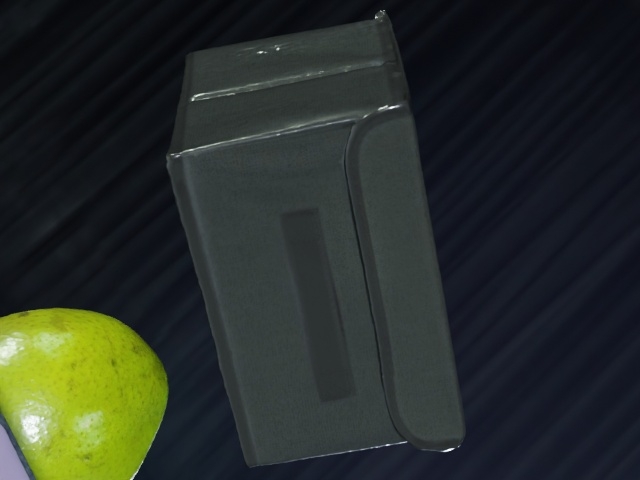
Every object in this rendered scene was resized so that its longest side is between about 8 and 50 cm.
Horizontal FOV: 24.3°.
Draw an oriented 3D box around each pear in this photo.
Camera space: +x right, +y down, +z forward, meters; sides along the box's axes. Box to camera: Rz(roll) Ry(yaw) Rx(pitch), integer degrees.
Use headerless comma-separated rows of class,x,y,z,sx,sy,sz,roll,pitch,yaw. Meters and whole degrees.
pear,-0.300,0.173,1.815,0.288,0.239,0.139,50,-32,28

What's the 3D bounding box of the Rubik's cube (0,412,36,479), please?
Rubik's cube,-0.531,0.204,1.369,0.362,0.363,0.359,54,19,24

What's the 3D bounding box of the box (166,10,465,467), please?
box,0.001,0.000,1.371,0.251,0.204,0.345,-93,172,-62
